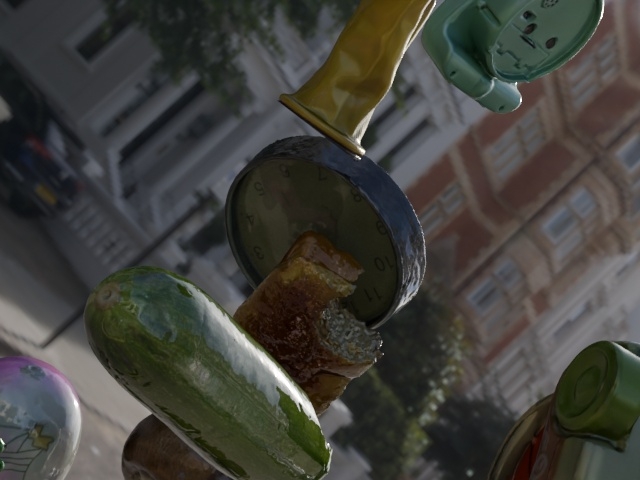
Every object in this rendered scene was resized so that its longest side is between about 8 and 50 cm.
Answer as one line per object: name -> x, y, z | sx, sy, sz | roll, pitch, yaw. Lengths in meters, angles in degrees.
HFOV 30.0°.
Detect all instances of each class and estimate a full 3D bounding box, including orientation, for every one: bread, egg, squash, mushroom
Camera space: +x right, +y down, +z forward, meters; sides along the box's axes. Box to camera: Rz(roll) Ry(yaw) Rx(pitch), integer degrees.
bread -> -0.042, 0.153, 1.556 | 0.185, 0.109, 0.380 | 38, -47, -1
egg -> -0.444, 0.289, 1.681 | 0.196, 0.271, 0.196 | 31, 14, -8
squash -> -0.054, 0.086, 0.669 | 0.069, 0.069, 0.239 | 43, -7, 39
mushroom -> -0.149, 0.320, 1.501 | 0.253, 0.153, 0.253 | 31, -41, 31

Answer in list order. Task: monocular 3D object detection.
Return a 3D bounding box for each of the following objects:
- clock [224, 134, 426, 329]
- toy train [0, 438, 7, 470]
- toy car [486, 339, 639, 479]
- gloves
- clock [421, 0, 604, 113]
clock -> 0.000, 0.000, 1.546 | 0.280, 0.055, 0.281 | 18, -53, 25
toy train -> -0.445, 0.288, 1.449 | 0.119, 0.085, 0.251 | 26, -40, 7
toy car -> 0.200, 0.198, 0.912 | 0.145, 0.235, 0.235 | 28, 0, -15
gloves -> 0.083, -0.240, 1.333 | 0.116, 0.294, 0.133 | 33, 5, -34
clock -> 0.135, -0.144, 0.751 | 0.101, 0.135, 0.041 | 21, 34, -51
